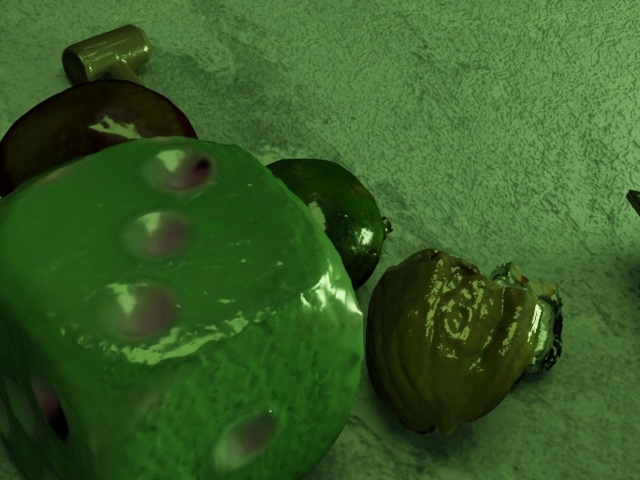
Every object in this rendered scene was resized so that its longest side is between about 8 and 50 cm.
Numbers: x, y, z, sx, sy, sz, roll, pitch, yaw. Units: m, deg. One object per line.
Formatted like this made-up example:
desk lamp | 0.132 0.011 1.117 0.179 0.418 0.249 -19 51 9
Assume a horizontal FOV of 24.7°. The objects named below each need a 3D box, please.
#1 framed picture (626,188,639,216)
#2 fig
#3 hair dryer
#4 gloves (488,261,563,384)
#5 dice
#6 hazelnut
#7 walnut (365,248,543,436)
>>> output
framed picture | 0.536 0.078 1.767 0.265 0.016 0.347 12 38 -35
fig | 0.000 0.000 1.753 0.244 0.195 0.195 14 33 -49
hair dryer | -0.255 -0.209 1.972 0.117 0.064 0.182 -26 64 -31
gloves | 0.234 0.107 1.749 0.114 0.070 0.153 23 54 0
dice | -0.168 0.100 1.498 0.322 0.318 0.330 -24 50 -27
hazelnut | -0.260 -0.081 1.744 0.251 0.217 0.217 4 47 0
walnut | 0.123 0.105 1.646 0.204 0.141 0.238 -54 25 -4
